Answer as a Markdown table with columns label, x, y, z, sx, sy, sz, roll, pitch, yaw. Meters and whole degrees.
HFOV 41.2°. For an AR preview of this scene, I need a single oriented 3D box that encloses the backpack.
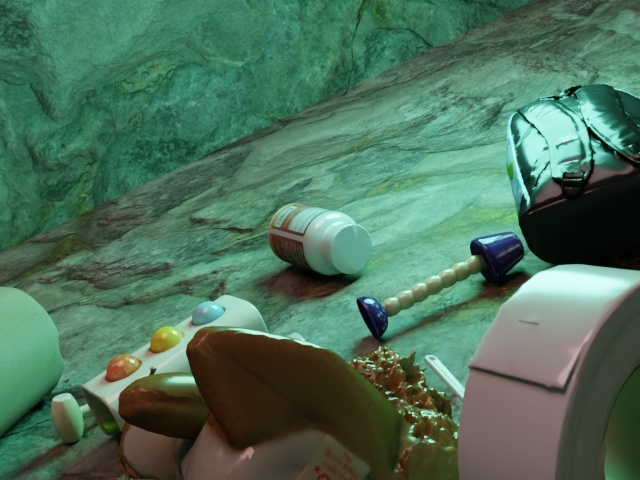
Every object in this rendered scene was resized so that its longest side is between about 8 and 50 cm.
| label | x | y | z | sx | sy | sz | roll | pitch | yaw |
| --- | --- | --- | --- | --- | --- | --- | --- | --- | --- |
| backpack | 0.430 | -0.119 | 1.376 | 0.290 | 0.273 | 0.355 | -20 | 42 | 8 |

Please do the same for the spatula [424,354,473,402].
| label | x | y | z | sx | sy | sz | roll | pitch | yaw |
| --- | --- | --- | --- | --- | --- | --- | --- | --- | --- |
| spatula | 0.228 | 0.189 | 0.959 | 0.168 | 0.019 | 0.242 | -1 | 21 | -19 |

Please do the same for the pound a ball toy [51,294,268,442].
| label | x | y | z | sx | sy | sz | roll | pitch | yaw |
| --- | --- | --- | --- | --- | --- | --- | --- | --- | --- |
| pound a ball toy | -0.261 | 0.201 | 1.335 | 0.319 | 0.136 | 0.208 | -32 | 24 | -29 |

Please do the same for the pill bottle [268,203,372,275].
| label | x | y | z | sx | sy | sz | roll | pitch | yaw |
| --- | --- | --- | --- | --- | --- | --- | --- | --- | --- |
| pill bottle | 0.000 | 0.000 | 1.611 | 0.121 | 0.121 | 0.216 | -30 | 23 | -24 |

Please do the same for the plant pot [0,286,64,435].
| label | x | y | z | sx | sy | sz | roll | pitch | yaw |
| --- | --- | --- | --- | --- | --- | --- | --- | --- | --- |
| plant pot | -0.607 | 0.227 | 1.402 | 0.333 | 0.334 | 0.305 | -9 | 12 | 27 |

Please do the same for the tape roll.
| label | x | y | z | sx | sy | sz | roll | pitch | yaw |
| --- | --- | --- | --- | --- | --- | --- | --- | --- | --- |
| tape roll | 0.248 | 0.163 | 0.747 | 0.286 | 0.286 | 0.100 | -34 | 25 | -32 |

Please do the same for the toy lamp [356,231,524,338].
| label | x | y | z | sx | sy | sz | roll | pitch | yaw |
| --- | --- | --- | --- | --- | --- | --- | --- | --- | --- |
| toy lamp | 0.193 | 0.065 | 1.339 | 0.274 | 0.080 | 0.080 | -26 | 21 | -8 |

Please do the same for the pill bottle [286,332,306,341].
| label | x | y | z | sx | sy | sz | roll | pitch | yaw |
| --- | --- | --- | --- | --- | --- | --- | --- | --- | --- |
| pill bottle | -0.090 | 0.215 | 1.173 | 0.186 | 0.112 | 0.112 | -25 | 21 | -13 |

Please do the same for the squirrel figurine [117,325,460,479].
| label | x | y | z | sx | sy | sz | roll | pitch | yaw |
| --- | --- | --- | --- | --- | --- | --- | --- | --- | --- |
| squirrel figurine | -0.036 | 0.244 | 0.914 | 0.397 | 0.281 | 0.370 | 3 | -10 | -23 |
